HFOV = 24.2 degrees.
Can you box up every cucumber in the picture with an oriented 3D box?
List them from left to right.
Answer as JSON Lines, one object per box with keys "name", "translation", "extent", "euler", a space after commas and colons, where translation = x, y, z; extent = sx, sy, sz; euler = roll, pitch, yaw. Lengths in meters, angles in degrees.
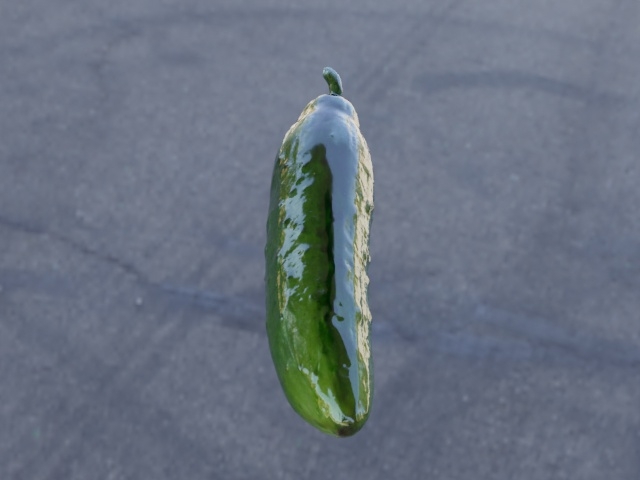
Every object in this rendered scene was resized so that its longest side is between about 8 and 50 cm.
{"name": "cucumber", "translation": [0.000, 0.000, 0.748], "extent": [0.056, 0.056, 0.250], "euler": [9, 44, -7]}
